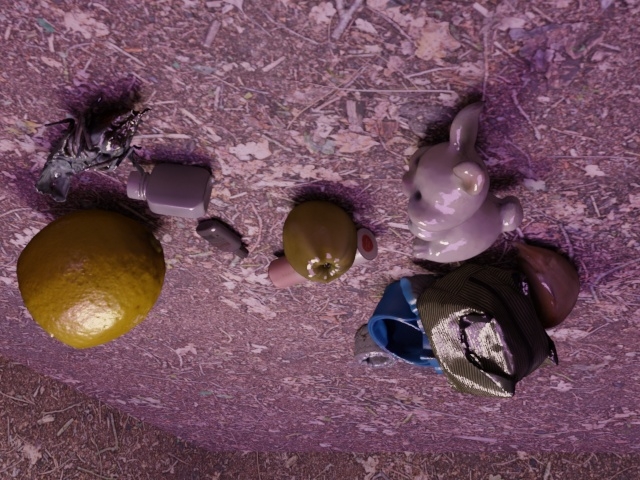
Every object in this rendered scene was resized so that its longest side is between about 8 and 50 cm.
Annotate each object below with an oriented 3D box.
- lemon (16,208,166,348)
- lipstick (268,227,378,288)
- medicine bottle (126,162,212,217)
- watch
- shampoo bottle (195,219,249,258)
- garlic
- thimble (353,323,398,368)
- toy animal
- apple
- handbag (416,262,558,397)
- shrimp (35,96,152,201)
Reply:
[{"bbox_3d":[-0.565,0.075,1.894,0.364,0.364,0.364,6,151,3],"label":"lemon"},{"bbox_3d":[0.001,0.051,1.944,0.327,0.087,0.087,-20,141,41],"label":"lipstick"},{"bbox_3d":[-0.347,-0.118,1.694,0.183,0.119,0.069,8,152,2],"label":"medicine bottle"},{"bbox_3d":[0.254,0.220,2.069,0.274,0.241,0.305,-9,128,48],"label":"watch"},{"bbox_3d":[-0.253,0.000,1.965,0.080,0.040,0.165,-14,145,33],"label":"shampoo bottle"},{"bbox_3d":[0.558,0.117,1.881,0.196,0.151,0.338,12,152,20],"label":"garlic"},{"bbox_3d":[0.185,0.345,2.399,0.127,0.118,0.151,23,148,-30],"label":"thimble"},{"bbox_3d":[0.288,-0.106,1.490,0.241,0.196,0.367,-6,150,11],"label":"toy animal"},{"bbox_3d":[0.000,0.000,1.764,0.200,0.200,0.200,6,151,3],"label":"apple"},{"bbox_3d":[0.428,0.234,1.861,0.240,0.247,0.340,1,116,63],"label":"handbag"},{"bbox_3d":[-0.496,-0.191,1.579,0.221,0.166,0.410,27,158,-36],"label":"shrimp"}]
